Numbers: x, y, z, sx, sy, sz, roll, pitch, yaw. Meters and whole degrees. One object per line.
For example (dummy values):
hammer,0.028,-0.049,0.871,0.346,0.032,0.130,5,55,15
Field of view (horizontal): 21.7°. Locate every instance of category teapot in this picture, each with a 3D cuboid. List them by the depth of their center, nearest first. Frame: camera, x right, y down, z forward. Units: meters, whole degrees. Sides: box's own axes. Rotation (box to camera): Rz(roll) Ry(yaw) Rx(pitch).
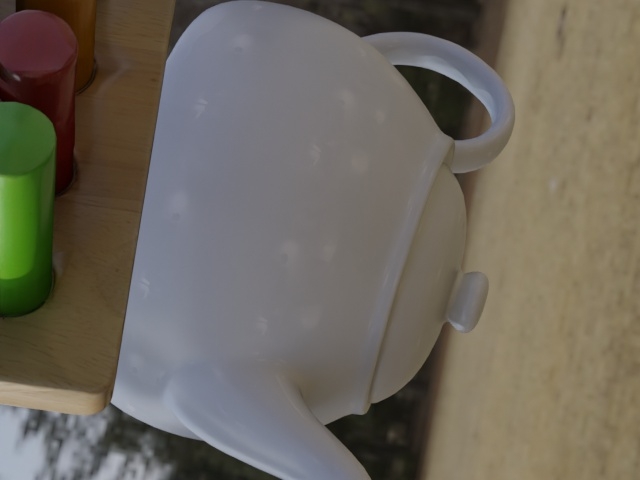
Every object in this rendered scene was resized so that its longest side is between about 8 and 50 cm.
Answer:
teapot,0.000,0.000,0.890,0.252,0.187,0.256,-20,-53,-83

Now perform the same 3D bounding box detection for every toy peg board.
toy peg board,-0.120,-0.054,0.422,0.079,0.161,0.160,107,170,-58
